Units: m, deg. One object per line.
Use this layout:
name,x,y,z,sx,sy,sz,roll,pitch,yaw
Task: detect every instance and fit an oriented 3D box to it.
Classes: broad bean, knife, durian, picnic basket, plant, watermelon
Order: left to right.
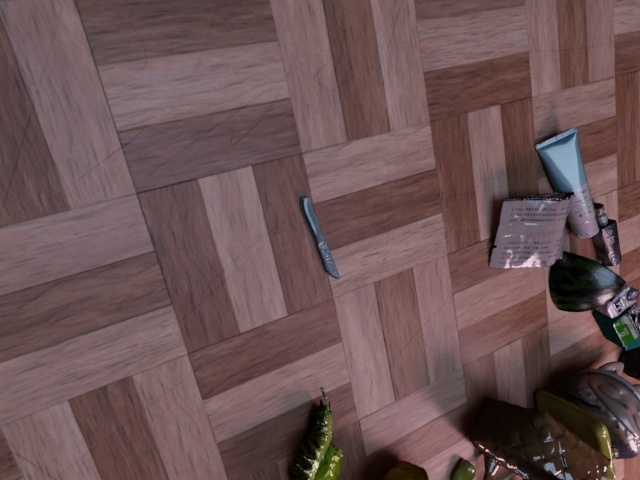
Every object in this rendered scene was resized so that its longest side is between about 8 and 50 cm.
durian,-0.016,0.518,1.020,0.132,0.106,0.375,13,98,-32
knife,0.000,0.000,0.978,0.028,0.015,0.210,-29,111,-23
broad bean,0.408,0.666,1.278,0.063,0.045,0.083,20,98,-26
picnic basket,0.538,0.629,1.177,0.337,0.293,0.337,4,79,-21
watermelon,0.743,0.134,1.300,0.145,0.193,0.137,-58,161,-3
plant,1.110,0.419,1.471,0.142,0.203,0.131,25,82,-21

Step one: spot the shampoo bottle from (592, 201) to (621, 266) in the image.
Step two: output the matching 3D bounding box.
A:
shampoo bottle,0.851,-0.020,1.348,0.057,0.063,0.208,-31,113,-6

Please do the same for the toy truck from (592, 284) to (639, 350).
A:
toy truck,0.943,0.235,1.411,0.124,0.114,0.253,-42,114,-1

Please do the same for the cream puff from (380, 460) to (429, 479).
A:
cream puff,0.196,0.681,1.075,0.185,0.282,0.282,-11,106,4

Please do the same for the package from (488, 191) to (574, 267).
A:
package,0.578,-0.025,1.201,0.251,0.062,0.204,-7,112,-20

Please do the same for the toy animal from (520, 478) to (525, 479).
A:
toy animal,0.685,0.911,1.376,0.191,0.216,0.338,-27,116,10

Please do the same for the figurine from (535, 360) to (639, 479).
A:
figurine,0.880,0.556,1.355,0.377,0.266,0.361,-17,117,-16

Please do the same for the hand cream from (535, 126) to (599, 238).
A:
hand cream,0.693,-0.151,1.248,0.111,0.070,0.312,-23,109,12
